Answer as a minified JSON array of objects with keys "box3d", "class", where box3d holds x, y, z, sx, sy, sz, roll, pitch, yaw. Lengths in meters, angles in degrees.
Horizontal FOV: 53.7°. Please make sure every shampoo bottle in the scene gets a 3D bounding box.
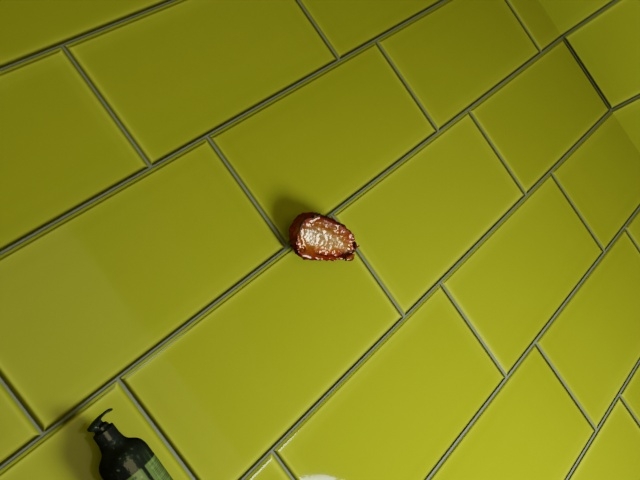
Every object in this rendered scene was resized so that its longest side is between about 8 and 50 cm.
[{"box3d":[-0.345,0.453,1.198,0.101,0.101,0.284,-37,94,-33],"class":"shampoo bottle"}]

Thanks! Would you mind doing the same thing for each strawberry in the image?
[{"box3d":[0.000,0.000,1.564,0.188,0.082,0.121,22,84,-32],"class":"strawberry"}]
